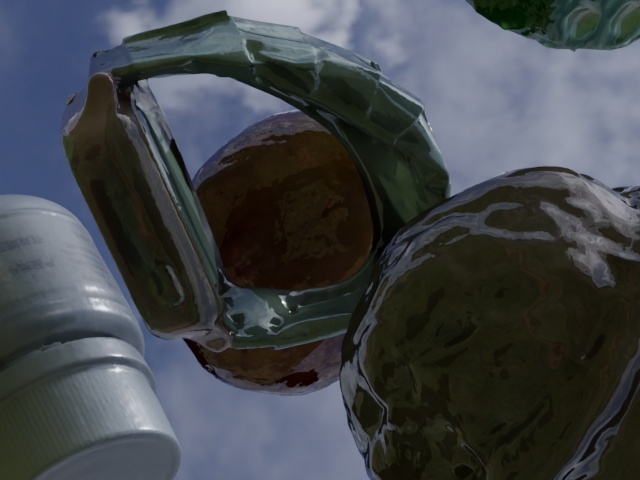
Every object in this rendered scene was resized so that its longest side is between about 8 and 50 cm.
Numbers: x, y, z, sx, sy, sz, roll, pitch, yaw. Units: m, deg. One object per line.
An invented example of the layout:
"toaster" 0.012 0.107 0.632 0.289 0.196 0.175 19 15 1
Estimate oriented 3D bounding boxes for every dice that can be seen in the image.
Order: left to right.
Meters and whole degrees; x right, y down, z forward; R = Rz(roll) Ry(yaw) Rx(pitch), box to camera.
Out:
"dice" 0.176 -0.207 1.158 0.120 0.131 0.128 49 -51 44

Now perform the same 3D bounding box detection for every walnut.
"walnut" 0.118 0.064 0.852 0.224 0.224 0.224 10 -73 36

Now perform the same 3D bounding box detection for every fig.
"fig" -0.010 0.003 1.384 0.224 0.224 0.263 37 -66 25

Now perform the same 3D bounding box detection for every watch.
"watch" -0.034 -0.044 1.188 0.241 0.162 0.253 -23 -70 2

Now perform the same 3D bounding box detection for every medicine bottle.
"medicine bottle" -0.291 0.134 1.668 0.245 0.245 0.306 -55 -126 33
